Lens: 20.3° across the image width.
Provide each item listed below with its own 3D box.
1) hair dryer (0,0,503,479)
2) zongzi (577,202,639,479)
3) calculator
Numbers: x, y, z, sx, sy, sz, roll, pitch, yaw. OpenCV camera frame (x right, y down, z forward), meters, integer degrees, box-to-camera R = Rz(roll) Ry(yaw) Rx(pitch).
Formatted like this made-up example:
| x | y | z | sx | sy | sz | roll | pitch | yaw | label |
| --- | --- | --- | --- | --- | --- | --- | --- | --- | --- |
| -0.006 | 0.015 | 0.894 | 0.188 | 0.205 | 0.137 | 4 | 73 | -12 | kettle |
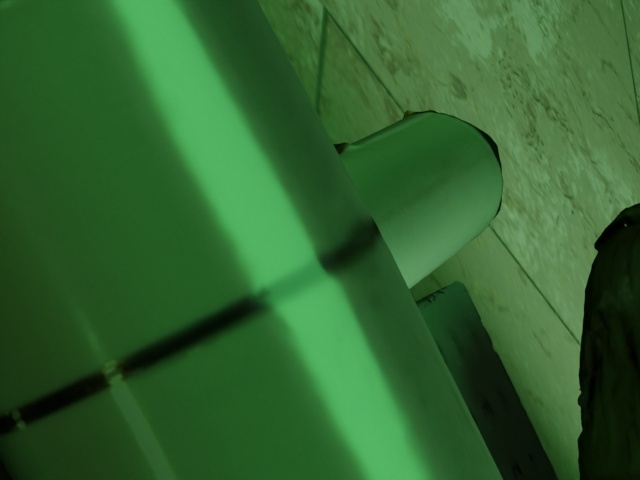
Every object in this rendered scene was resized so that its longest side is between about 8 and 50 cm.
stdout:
| x | y | z | sx | sy | sz | roll | pitch | yaw | label |
| --- | --- | --- | --- | --- | --- | --- | --- | --- | --- |
| 0.000 | 0.000 | 0.624 | 0.203 | 0.128 | 0.362 | 62 | 23 | -2 | hair dryer |
| 0.229 | 0.145 | 0.908 | 0.360 | 0.160 | 0.323 | 15 | 68 | -71 | zongzi |
| 0.049 | 0.108 | 0.763 | 0.161 | 0.021 | 0.262 | 64 | 22 | 1 | calculator |
